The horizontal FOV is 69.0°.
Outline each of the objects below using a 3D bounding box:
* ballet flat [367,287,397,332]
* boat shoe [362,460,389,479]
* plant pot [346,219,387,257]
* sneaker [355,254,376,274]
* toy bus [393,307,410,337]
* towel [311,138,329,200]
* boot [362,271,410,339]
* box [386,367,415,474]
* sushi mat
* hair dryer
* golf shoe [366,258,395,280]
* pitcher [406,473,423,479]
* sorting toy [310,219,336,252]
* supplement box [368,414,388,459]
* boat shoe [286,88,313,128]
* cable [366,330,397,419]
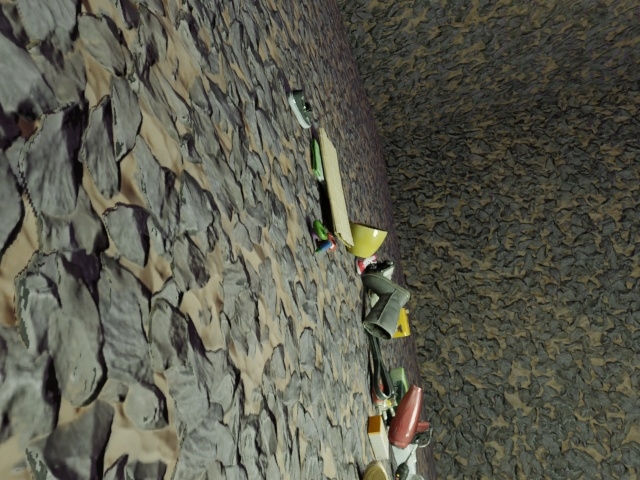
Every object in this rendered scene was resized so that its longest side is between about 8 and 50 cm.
[{"bbox_3d":[0.214,0.252,1.677,0.079,0.076,0.222,-37,111,-55],"label":"ballet flat"},{"bbox_3d":[0.131,0.573,1.090,0.059,0.062,0.170,-76,161,-66],"label":"boat shoe"},{"bbox_3d":[0.130,0.000,1.444,0.134,0.134,0.095,-13,120,-76],"label":"plant pot"},{"bbox_3d":[0.153,0.072,1.558,0.118,0.066,0.042,-72,147,-64],"label":"sneaker"},{"bbox_3d":[0.321,0.314,1.964,0.191,0.104,0.202,-83,158,-53],"label":"toy bus"},{"bbox_3d":[0.004,-0.191,1.281,0.152,0.023,0.113,54,26,-55],"label":"towel"},{"bbox_3d":[0.186,0.212,1.528,0.208,0.189,0.076,-49,154,-39],"label":"boot"},{"bbox_3d":[0.295,0.651,1.684,0.322,0.058,0.233,-66,143,-68],"label":"box"},{"bbox_3d":[0.042,-0.143,1.294,0.151,0.019,0.317,40,39,-67],"label":"sushi mat"},{"bbox_3d":[0.285,0.585,1.477,0.223,0.080,0.294,-31,127,-49],"label":"hair dryer"},{"bbox_3d":[0.243,0.138,1.806,0.273,0.105,0.120,-3,89,-76],"label":"golf shoe"},{"bbox_3d":[0.293,0.860,1.420,0.177,0.125,0.207,-36,108,-49],"label":"pitcher"},{"bbox_3d":[0.000,0.000,1.075,0.102,0.042,0.061,45,18,-46],"label":"sorting toy"},{"bbox_3d":[0.157,0.534,1.261,0.062,0.036,0.099,-71,147,-65],"label":"supplement box"},{"bbox_3d":[-0.041,-0.323,1.149,0.142,0.040,0.049,43,37,-67],"label":"boat shoe"},{"bbox_3d":[0.165,0.395,1.431,0.139,0.072,0.288,36,31,-53],"label":"cable"}]
